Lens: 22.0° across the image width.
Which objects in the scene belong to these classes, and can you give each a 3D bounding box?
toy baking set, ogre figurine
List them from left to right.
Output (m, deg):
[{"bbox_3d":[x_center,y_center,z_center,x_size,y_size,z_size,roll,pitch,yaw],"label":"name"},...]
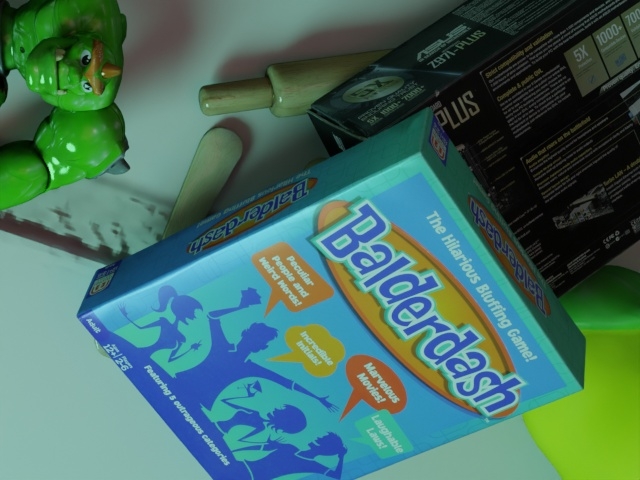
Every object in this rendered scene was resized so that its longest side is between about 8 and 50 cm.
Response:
[{"bbox_3d":[-0.154,-0.099,0.815,0.118,0.097,0.197,-2,95,-7],"label":"ogre figurine"},{"bbox_3d":[0.001,-0.007,0.917,0.256,0.030,0.197,-5,103,-17],"label":"toy baking set"}]

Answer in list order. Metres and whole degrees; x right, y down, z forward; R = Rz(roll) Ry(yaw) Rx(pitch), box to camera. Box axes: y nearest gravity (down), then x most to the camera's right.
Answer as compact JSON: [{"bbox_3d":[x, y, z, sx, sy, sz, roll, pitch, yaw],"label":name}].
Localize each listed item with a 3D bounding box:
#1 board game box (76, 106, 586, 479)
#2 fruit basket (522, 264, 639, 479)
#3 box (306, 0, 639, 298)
[{"bbox_3d":[0.006,0.045,0.846,0.210,0.047,0.160,-26,116,24],"label":"board game box"},{"bbox_3d":[0.285,0.161,0.921,0.283,0.392,0.392,-14,106,-14],"label":"fruit basket"},{"bbox_3d":[0.108,-0.052,0.891,0.180,0.077,0.147,-35,118,-11],"label":"box"}]
